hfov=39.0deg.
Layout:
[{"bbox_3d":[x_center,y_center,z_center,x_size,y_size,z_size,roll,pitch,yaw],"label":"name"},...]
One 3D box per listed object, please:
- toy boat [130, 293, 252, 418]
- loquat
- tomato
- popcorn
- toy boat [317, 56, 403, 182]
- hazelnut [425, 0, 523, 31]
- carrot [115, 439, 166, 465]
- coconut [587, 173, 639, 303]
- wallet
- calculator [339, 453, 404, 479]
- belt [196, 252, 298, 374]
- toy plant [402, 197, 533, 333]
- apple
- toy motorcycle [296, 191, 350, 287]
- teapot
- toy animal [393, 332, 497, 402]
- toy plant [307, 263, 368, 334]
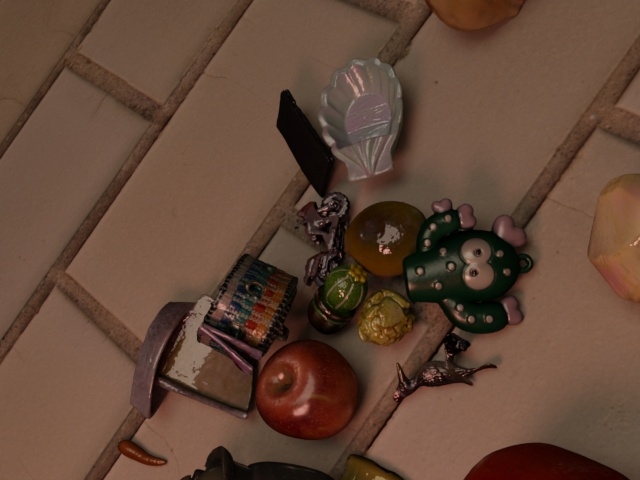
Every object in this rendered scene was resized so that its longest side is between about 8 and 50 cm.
[{"bbox_3d":[-0.269,0.255,1.973,0.294,0.111,0.276,-2,69,17],"label":"toy boat"},{"bbox_3d":[0.131,-0.003,1.805,0.195,0.152,0.152,-1,70,25],"label":"loquat"},{"bbox_3d":[0.349,0.473,1.375,0.325,0.290,0.293,-44,23,-5],"label":"tomato"},{"bbox_3d":[0.129,0.153,1.770,0.106,0.120,0.116,14,105,-2],"label":"popcorn"},{"bbox_3d":[0.102,-0.254,1.952,0.199,0.100,0.290,-17,61,25],"label":"toy boat"},{"bbox_3d":[0.328,-0.562,1.888,0.261,0.241,0.261,-38,27,24],"label":"hazelnut"},{"bbox_3d":[-0.397,0.471,1.992,0.142,0.035,0.035,17,79,28],"label":"carrot"},{"bbox_3d":[0.552,-0.004,1.511,0.237,0.237,0.197,19,49,35],"label":"coconut"},{"bbox_3d":[-0.041,-0.217,2.022,0.025,0.124,0.244,-16,54,-23],"label":"wallet"},{"bbox_3d":[0.107,0.505,1.672,0.236,0.033,0.157,28,85,34],"label":"calculator"},{"bbox_3d":[-0.131,0.147,1.808,0.160,0.295,0.206,28,90,0],"label":"belt"},{"bbox_3d":[0.278,0.051,1.693,0.243,0.112,0.232,17,85,5],"label":"toy plant"},{"bbox_3d":[-0.021,0.296,1.765,0.201,0.162,0.201,-22,53,32],"label":"apple"},{"bbox_3d":[0.000,0.000,1.920,0.118,0.084,0.212,1,75,22],"label":"toy motorcycle"},{"bbox_3d":[-0.131,0.472,1.666,0.223,0.285,0.305,-59,18,18],"label":"teapot"},{"bbox_3d":[0.220,0.246,1.694,0.202,0.070,0.105,-32,76,12],"label":"toy animal"},{"bbox_3d":[0.040,0.112,1.813,0.162,0.093,0.093,-55,48,35],"label":"toy plant"}]
